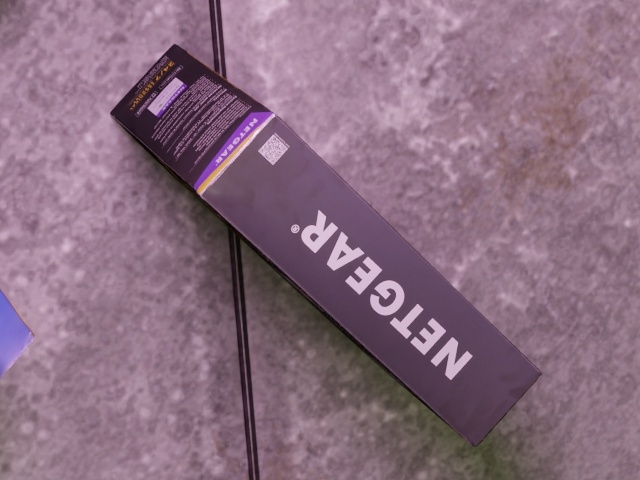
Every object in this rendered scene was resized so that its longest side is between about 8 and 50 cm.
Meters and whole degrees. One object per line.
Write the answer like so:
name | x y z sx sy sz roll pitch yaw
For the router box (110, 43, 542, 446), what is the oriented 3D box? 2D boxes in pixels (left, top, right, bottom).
router box | 0.000 0.000 1.509 0.081 0.243 0.309 -47 117 -2

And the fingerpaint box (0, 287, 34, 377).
fingerpaint box | -0.435 0.082 1.207 0.371 0.163 0.445 58 47 -29
